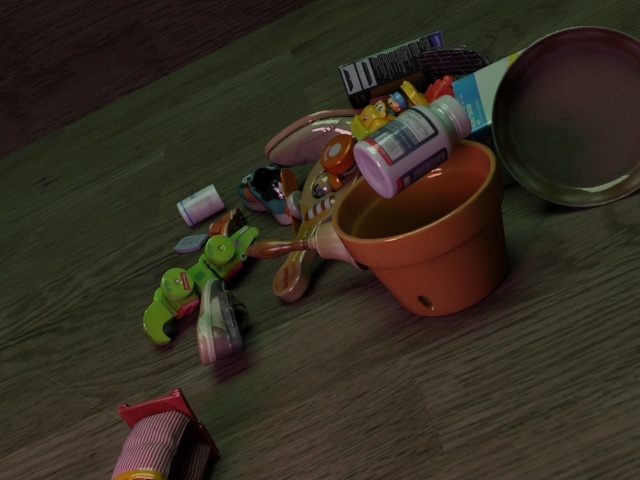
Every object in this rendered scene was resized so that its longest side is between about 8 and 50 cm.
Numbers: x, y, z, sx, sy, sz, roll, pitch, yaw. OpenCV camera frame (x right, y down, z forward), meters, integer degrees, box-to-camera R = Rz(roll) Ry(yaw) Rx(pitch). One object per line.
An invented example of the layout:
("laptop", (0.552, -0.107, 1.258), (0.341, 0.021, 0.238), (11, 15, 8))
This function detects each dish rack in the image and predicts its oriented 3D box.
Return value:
("dish rack", (0.340, -0.328, 1.865), (0.208, 0.271, 0.074), (8, 63, 53))

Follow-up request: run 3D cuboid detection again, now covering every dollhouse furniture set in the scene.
("dollhouse furniture set", (-0.362, 0.395, 1.365), (0.374, 0.152, 0.201), (-20, 28, 16))

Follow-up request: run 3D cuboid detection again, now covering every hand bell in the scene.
("hand bell", (-0.031, 0.007, 1.659), (0.242, 0.126, 0.126), (-8, 33, 26))

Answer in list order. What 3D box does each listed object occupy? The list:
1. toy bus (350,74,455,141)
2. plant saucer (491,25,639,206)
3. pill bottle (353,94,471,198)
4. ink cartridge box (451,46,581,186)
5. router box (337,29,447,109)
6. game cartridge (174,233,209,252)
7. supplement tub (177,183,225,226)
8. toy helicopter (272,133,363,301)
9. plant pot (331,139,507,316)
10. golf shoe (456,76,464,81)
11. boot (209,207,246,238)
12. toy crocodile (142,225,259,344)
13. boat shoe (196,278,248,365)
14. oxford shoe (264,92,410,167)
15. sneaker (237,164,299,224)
("toy bus", (0.201, -0.258, 1.836), (0.211, 0.220, 0.149), (-63, 20, 22))
("plant saucer", (0.458, -0.215, 1.542), (0.311, 0.310, 0.050), (-18, 5, 19))
("pill bottle", (0.155, -0.160, 1.456), (0.180, 0.108, 0.108), (-34, 27, -12))
("ink cartridge box", (0.403, -0.248, 1.701), (0.233, 0.171, 0.168), (-24, 43, 21))
("router box", (0.181, -0.382, 2.087), (0.243, 0.081, 0.309), (-19, -4, 7))
("game cartridge", (-0.315, 0.008, 2.152), (0.083, 0.017, 0.056), (-7, 30, 35))
("supplement tub", (-0.305, -0.089, 2.251), (0.107, 0.071, 0.071), (-30, 27, -3))
("toy helicopter", (-0.019, -0.041, 1.788), (0.235, 0.140, 0.355), (1, 62, 50))
("plant pot", (0.192, -0.009, 1.502), (0.291, 0.203, 0.291), (-23, 27, 12))
("golf shoe", (0.318, -0.326, 2.080), (0.094, 0.077, 0.198), (9, 46, 50))
("boot", (-0.225, -0.018, 2.075), (0.085, 0.059, 0.158), (-26, 18, 11))
("toy crocodile", (-0.249, 0.085, 1.866), (0.340, 0.105, 0.115), (-41, -6, -35))
("boat shoe", (-0.184, 0.153, 1.697), (0.092, 0.102, 0.285), (-4, 18, -3))
("oxford shoe", (0.059, -0.221, 2.039), (0.397, 0.140, 0.146), (-16, 72, 17))
("sneaker", (-0.130, -0.135, 2.111), (0.108, 0.121, 0.302), (-36, 28, -16))
